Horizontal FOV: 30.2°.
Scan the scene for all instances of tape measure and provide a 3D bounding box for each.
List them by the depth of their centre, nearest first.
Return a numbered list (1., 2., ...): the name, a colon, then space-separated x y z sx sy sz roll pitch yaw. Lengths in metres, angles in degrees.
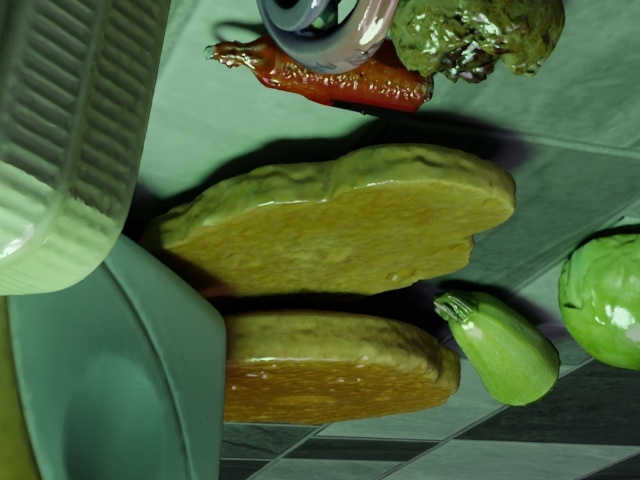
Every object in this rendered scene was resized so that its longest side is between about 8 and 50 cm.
1. tape measure: -0.182 -0.109 0.588 0.231 0.271 0.133 -2 162 32

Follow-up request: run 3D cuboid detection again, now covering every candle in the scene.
1. candle: -0.002 -0.119 0.807 0.162 0.048 0.053 7 119 -24

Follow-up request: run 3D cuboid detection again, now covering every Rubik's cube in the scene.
1. Rubik's cube: -0.304 0.167 0.955 0.352 0.347 0.352 -8 153 29

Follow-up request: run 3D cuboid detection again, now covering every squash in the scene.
1. squash: 0.178 0.103 1.284 0.094 0.094 0.224 -17 147 25

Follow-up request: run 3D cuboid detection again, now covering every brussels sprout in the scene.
1. brussels sprout: 0.312 0.064 1.162 0.149 0.122 0.151 10 153 -36

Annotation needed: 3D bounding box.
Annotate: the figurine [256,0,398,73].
1. figurine: 0.040 -0.168 0.644 0.157 0.114 0.126 -28 -165 -17

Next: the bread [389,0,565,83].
1. bread: 0.101 -0.138 0.753 0.113 0.060 0.082 -2 158 -2

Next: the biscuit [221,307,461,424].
1. biscuit: -0.021 0.145 1.303 0.350 0.078 0.455 0 164 6

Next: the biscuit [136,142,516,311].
1. biscuit: 0.000 -0.004 1.034 0.269 0.051 0.376 16 152 -41
